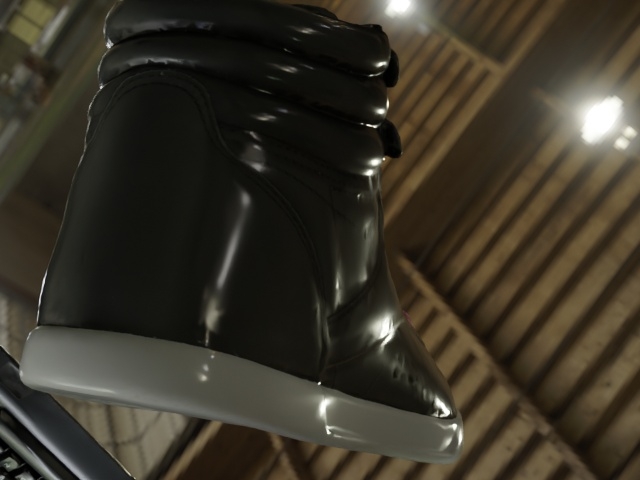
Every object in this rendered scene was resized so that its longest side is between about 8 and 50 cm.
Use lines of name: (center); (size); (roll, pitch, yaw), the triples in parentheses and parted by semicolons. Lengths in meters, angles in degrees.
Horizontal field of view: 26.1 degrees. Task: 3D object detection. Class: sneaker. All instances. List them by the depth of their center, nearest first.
sneaker: (0.000, 0.000, 0.508); (0.105, 0.296, 0.146); (7, -99, 20)

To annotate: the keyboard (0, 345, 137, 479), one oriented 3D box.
keyboard: (-0.237, 0.121, 0.765); (0.201, 0.317, 0.033); (-31, -156, 22)
